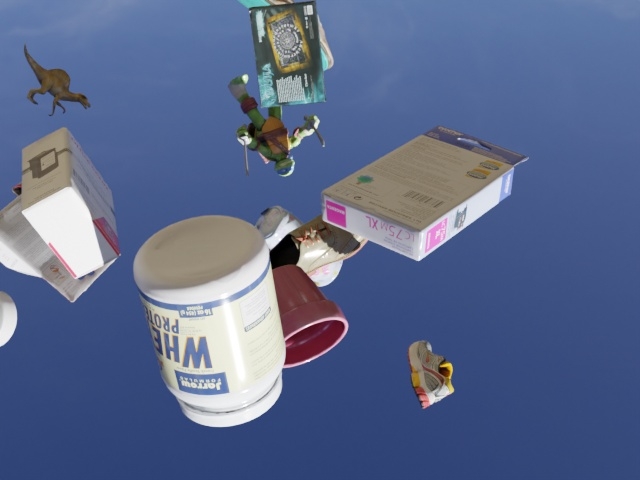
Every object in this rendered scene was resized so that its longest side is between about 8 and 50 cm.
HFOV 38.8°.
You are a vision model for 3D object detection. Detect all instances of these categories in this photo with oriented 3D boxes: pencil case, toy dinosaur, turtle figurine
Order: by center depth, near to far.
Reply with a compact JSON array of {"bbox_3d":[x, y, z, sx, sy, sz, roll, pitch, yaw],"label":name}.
[{"bbox_3d":[-0.564,-0.321,1.871,0.183,0.093,0.053,41,177,-34],"label":"toy dinosaur"},{"bbox_3d":[-0.114,-0.303,2.267,0.197,0.266,0.274,-24,176,10],"label":"turtle figurine"},{"bbox_3d":[-0.063,0.020,2.526,0.273,0.124,0.113,37,-159,-32],"label":"pencil case"}]

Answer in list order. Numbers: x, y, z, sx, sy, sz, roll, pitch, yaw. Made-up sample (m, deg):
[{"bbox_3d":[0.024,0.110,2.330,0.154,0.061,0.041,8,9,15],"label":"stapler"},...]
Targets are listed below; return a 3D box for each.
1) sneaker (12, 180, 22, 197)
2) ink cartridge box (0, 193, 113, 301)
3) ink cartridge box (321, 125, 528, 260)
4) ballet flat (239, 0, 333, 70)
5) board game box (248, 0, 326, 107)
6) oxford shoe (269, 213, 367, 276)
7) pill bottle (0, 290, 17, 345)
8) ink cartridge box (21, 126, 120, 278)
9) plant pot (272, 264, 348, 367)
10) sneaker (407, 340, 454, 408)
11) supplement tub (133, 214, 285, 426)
[{"bbox_3d":[-0.660,-0.135,2.049,0.067,0.042,0.118,28,-142,-47],"label":"sneaker"},{"bbox_3d":[-0.537,0.010,1.800,0.224,0.056,0.181,44,-141,-7],"label":"ink cartridge box"},{"bbox_3d":[0.170,-0.084,1.425,0.185,0.065,0.311,24,-139,33],"label":"ink cartridge box"},{"bbox_3d":[-0.071,-0.550,2.201,0.107,0.316,0.106,-17,-142,54],"label":"ballet flat"},{"bbox_3d":[-0.060,-0.346,1.691,0.126,0.186,0.026,-4,-163,6],"label":"board game box"},{"bbox_3d":[0.000,0.000,2.217,0.123,0.348,0.130,59,-159,20],"label":"oxford shoe"},{"bbox_3d":[-0.605,0.120,1.459,0.121,0.121,0.221,18,180,25],"label":"pill bottle"},{"bbox_3d":[-0.459,-0.074,1.665,0.100,0.172,0.237,-27,-143,1],"label":"ink cartridge box"},{"bbox_3d":[-0.062,0.164,2.081,0.201,0.201,0.180,-11,-123,-28],"label":"plant pot"},{"bbox_3d":[0.254,0.296,2.052,0.092,0.088,0.225,-21,-157,9],"label":"sneaker"},{"bbox_3d":[-0.188,0.145,1.620,0.235,0.325,0.235,-6,-148,4],"label":"supplement tub"}]
